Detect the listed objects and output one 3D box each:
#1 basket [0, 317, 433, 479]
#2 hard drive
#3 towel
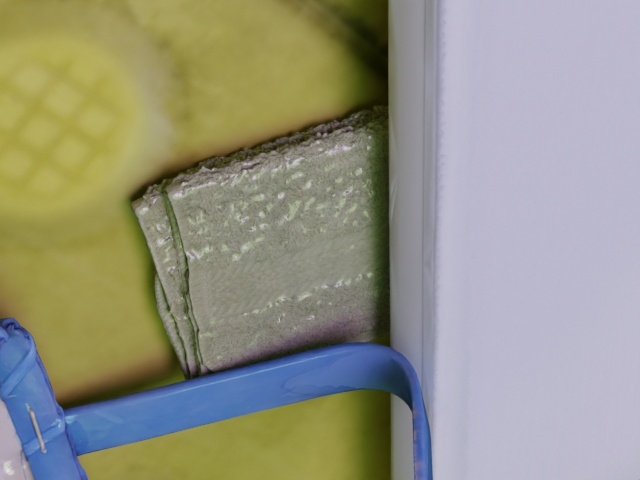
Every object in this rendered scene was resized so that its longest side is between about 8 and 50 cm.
[{"bbox_3d":[-0.095,0.145,0.508,0.289,0.255,0.201,-12,124,7],"label":"basket"},{"bbox_3d":[0.135,-0.014,0.623,0.233,0.047,0.353,-19,126,-26],"label":"hard drive"},{"bbox_3d":[0.000,0.000,0.601,0.148,0.027,0.110,-19,125,-13],"label":"towel"}]
